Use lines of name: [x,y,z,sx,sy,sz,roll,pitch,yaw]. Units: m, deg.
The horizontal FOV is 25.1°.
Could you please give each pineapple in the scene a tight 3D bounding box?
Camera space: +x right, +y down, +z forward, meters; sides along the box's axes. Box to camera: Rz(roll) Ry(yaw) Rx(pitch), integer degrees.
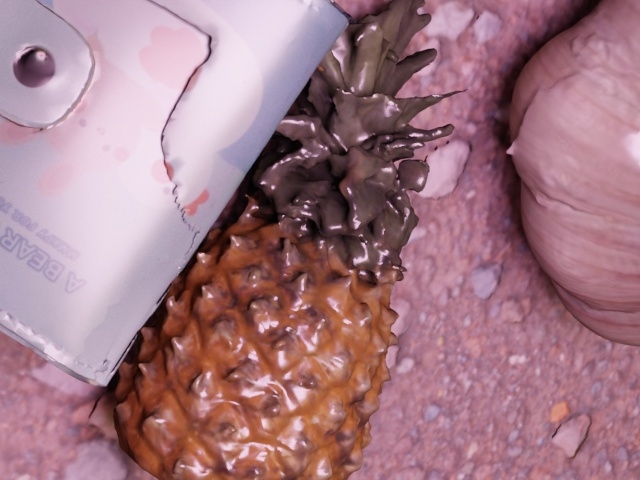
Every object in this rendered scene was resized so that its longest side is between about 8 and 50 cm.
pineapple: [0.000,0.000,0.872,0.169,0.169,0.340,26,88,-37]

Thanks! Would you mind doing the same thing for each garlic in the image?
garlic: [0.273,-0.072,0.977,0.322,0.241,0.322,-7,102,-35]

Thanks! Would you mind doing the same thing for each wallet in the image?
wallet: [-0.121,-0.067,0.775,0.176,0.075,0.250,35,90,-12]
